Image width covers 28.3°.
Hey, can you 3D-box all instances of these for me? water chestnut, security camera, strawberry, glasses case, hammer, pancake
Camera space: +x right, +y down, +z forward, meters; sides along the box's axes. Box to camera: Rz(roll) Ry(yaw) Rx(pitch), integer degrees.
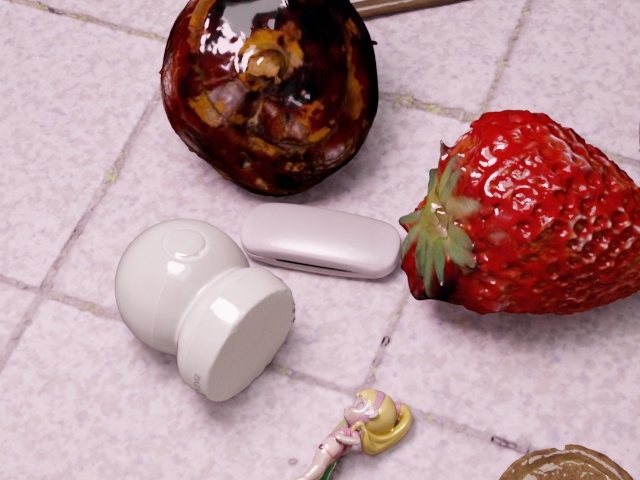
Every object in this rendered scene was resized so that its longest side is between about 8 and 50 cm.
[{"bbox_3d":[-0.082,-0.234,1.880,0.335,0.347,0.335,0,89,-24],"label":"water chestnut"},{"bbox_3d":[-0.173,0.080,1.712,0.236,0.194,0.194,34,65,24],"label":"security camera"},{"bbox_3d":[0.284,-0.034,1.709,0.310,0.292,0.292,-3,52,-29],"label":"strawberry"},{"bbox_3d":[0.000,0.000,1.827,0.233,0.059,0.092,7,56,10],"label":"glasses case"},{"bbox_3d":[0.103,-0.384,2.083,0.365,0.043,0.111,-12,56,-5],"label":"hammer"},{"bbox_3d":[0.317,0.343,1.598,0.199,0.021,0.199,-2,56,3],"label":"pancake"}]

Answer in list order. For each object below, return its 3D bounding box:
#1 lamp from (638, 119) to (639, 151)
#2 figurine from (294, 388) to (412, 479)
[{"bbox_3d":[0.518,-0.140,1.856,0.101,0.101,0.250,-3,69,3],"label":"lamp"},{"bbox_3d":[0.039,0.264,1.649,0.083,0.083,0.187,36,60,24],"label":"figurine"}]
